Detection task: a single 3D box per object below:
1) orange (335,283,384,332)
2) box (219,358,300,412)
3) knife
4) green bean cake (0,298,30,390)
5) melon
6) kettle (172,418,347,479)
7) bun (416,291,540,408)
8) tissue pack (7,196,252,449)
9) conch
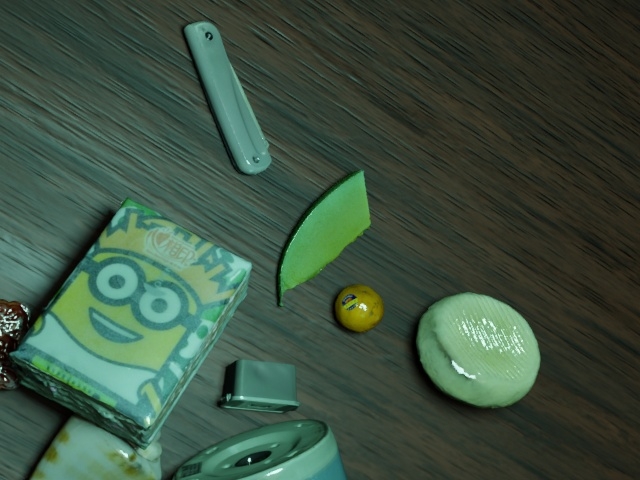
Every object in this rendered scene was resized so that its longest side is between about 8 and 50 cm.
[{"bbox_3d":[0.065,0.112,1.931,0.084,0.083,0.083,3,81,-22],"label":"orange"},{"bbox_3d":[-0.095,0.230,1.851,0.122,0.084,0.069,9,70,-21],"label":"box"},{"bbox_3d":[-0.149,-0.233,1.917,0.073,0.041,0.265,-24,92,-34],"label":"knife"},{"bbox_3d":[-0.495,0.151,1.710,0.135,0.056,0.135,6,80,-23],"label":"green bean cake"},{"bbox_3d":[0.000,0.001,1.951,0.261,0.053,0.114,-51,120,-16],"label":"melon"},{"bbox_3d":[-0.089,0.481,1.758,0.320,0.247,0.342,-16,98,7],"label":"kettle"},{"bbox_3d":[0.257,0.195,1.982,0.222,0.127,0.222,11,54,-16],"label":"bun"},{"bbox_3d":[-0.272,0.117,1.713,0.228,0.128,0.310,27,60,6],"label":"tissue pack"},{"bbox_3d":[-0.325,0.344,1.709,0.158,0.127,0.255,49,68,-25],"label":"conch"}]
